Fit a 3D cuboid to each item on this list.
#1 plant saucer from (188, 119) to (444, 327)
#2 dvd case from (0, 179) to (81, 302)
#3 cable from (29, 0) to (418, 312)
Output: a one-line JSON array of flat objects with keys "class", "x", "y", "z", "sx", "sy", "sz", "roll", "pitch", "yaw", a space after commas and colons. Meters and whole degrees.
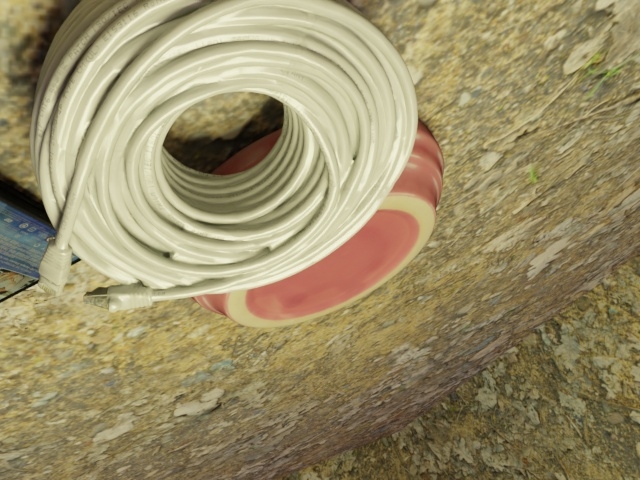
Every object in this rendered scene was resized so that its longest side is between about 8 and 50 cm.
[{"class": "plant saucer", "x": 0.000, "y": 0.000, "z": 0.651, "sx": 0.332, "sy": 0.084, "sz": 0.332, "roll": -22, "pitch": 153, "yaw": -12}, {"class": "dvd case", "x": -0.332, "y": 0.033, "z": 0.456, "sx": 0.253, "sy": 0.022, "sz": 0.180, "roll": -28, "pitch": 160, "yaw": 1}, {"class": "cable", "x": -0.063, "y": -0.067, "z": 0.413, "sx": 0.257, "sy": 0.089, "sz": 0.257, "roll": 0, "pitch": 131, "yaw": -26}]
